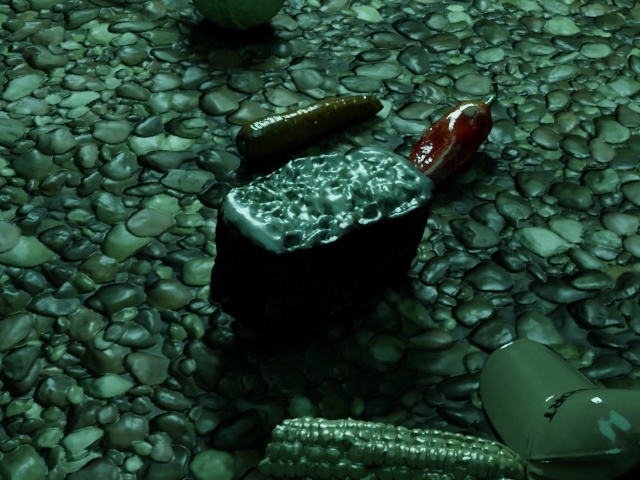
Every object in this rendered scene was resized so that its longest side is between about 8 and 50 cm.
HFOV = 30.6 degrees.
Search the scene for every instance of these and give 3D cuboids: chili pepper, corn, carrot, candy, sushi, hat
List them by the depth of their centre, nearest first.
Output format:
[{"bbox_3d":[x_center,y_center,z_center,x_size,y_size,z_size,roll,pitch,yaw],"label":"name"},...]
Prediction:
[{"bbox_3d":[0.061,0.188,0.938,0.210,0.087,0.087,9,43,16],"label":"corn"},{"bbox_3d":[0.209,0.138,0.990,0.147,0.085,0.175,-21,49,-22],"label":"hat"},{"bbox_3d":[0.000,0.000,1.100,0.225,0.127,0.124,-23,48,-33],"label":"sushi"},{"bbox_3d":[0.144,-0.106,1.279,0.059,0.050,0.191,32,62,24],"label":"chili pepper"},{"bbox_3d":[-0.011,-0.131,1.309,0.191,0.047,0.047,-22,47,-32],"label":"carrot"},{"bbox_3d":[-0.242,-0.349,1.512,0.439,0.119,0.119,11,43,22],"label":"candy"}]
